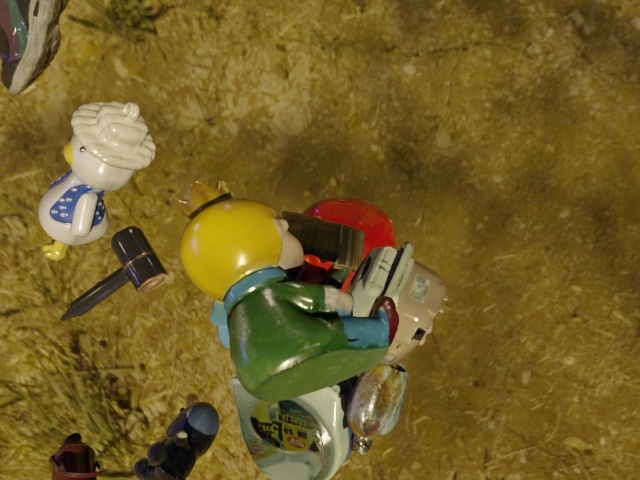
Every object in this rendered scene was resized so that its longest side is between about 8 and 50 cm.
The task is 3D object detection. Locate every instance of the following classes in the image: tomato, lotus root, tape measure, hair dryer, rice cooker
[{"bbox_3d":[0.066,0.025,1.937,0.325,0.293,0.290,20,26,13],"label":"tomato"},{"bbox_3d":[0.106,0.319,1.200,0.113,0.088,0.192,26,82,-28],"label":"lotus root"},{"bbox_3d":[-0.054,0.392,1.338,0.259,0.138,0.262,1,98,30],"label":"tape measure"},{"bbox_3d":[-0.643,0.122,1.840,0.352,0.107,0.189,-34,77,3],"label":"hair dryer"},{"bbox_3d":[0.093,0.094,0.869,0.127,0.206,0.145,28,57,-1],"label":"rice cooker"}]

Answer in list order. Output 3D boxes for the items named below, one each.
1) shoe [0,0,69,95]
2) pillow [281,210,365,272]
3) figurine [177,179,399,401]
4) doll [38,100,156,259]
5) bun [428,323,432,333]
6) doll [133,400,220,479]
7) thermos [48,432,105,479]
[{"bbox_3d":[-0.340,-0.246,0.680,0.099,0.169,0.071,24,32,-16],"label":"shoe"},{"bbox_3d":[0.000,0.000,1.417,0.212,0.052,0.208,14,24,-1],"label":"pillow"},{"bbox_3d":[-0.039,0.035,0.634,0.185,0.127,0.234,-12,50,-26],"label":"figurine"},{"bbox_3d":[-0.326,-0.085,0.875,0.119,0.293,0.138,18,42,-36],"label":"doll"},{"bbox_3d":[0.324,0.253,1.933,0.045,0.083,0.083,-28,64,17],"label":"bun"},{"bbox_3d":[-0.382,0.556,1.717,0.154,0.228,0.258,33,41,-3],"label":"doll"},{"bbox_3d":[-0.514,0.502,1.290,0.099,0.124,0.232,16,23,-32],"label":"thermos"}]
